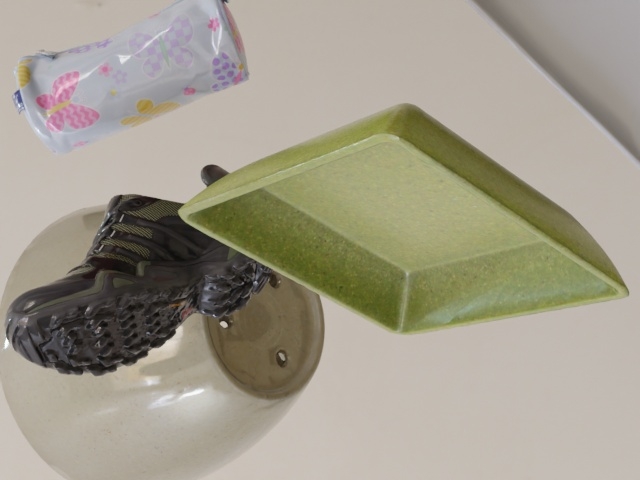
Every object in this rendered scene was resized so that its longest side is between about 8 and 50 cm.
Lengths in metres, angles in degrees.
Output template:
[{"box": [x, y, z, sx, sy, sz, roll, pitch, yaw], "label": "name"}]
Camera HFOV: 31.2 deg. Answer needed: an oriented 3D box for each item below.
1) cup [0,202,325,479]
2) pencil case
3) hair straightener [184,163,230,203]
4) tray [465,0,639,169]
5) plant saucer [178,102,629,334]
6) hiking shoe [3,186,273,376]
[{"box": [-0.136, 0.098, 1.210, 0.331, 0.237, 0.331, 15, -112, -41], "label": "cup"}, {"box": [-0.220, -0.199, 1.352, 0.113, 0.273, 0.124, 63, -173, -74], "label": "pencil case"}, {"box": [0.000, 0.000, 0.942, 0.089, 0.230, 0.047, -59, 0, 22], "label": "hair straightener"}, {"box": [0.194, -0.172, 0.837, 0.270, 0.030, 0.145, 34, -103, -36], "label": "tray"}, {"box": [0.046, -0.011, 0.649, 0.188, 0.188, 0.045, 30, -119, -31], "label": "plant saucer"}, {"box": [-0.146, 0.023, 0.865, 0.226, 0.114, 0.086, -19, -40, -39], "label": "hiking shoe"}]
